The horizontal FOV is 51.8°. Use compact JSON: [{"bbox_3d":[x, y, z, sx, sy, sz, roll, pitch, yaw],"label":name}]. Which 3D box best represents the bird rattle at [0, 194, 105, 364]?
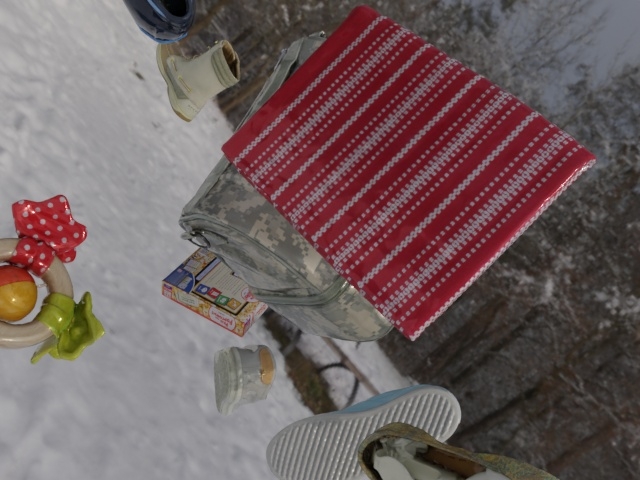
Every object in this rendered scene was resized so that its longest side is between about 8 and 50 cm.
[{"bbox_3d":[-0.423,0.061,0.959,0.206,0.143,0.254,-14,86,-47],"label":"bird rattle"}]

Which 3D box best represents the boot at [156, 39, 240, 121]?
[{"bbox_3d":[-0.257,-0.376,1.393,0.077,0.165,0.213,23,41,-55],"label":"boot"}]

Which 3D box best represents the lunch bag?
[{"bbox_3d":[0.001,-0.066,0.804,0.256,0.305,0.212,40,-22,-27],"label":"lunch bag"}]

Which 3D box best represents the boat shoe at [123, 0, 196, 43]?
[{"bbox_3d":[-0.182,-0.325,0.630,0.258,0.109,0.089,58,-18,-21],"label":"boat shoe"}]

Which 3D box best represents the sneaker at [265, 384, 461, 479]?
[{"bbox_3d":[0.085,0.363,1.224,0.150,0.365,0.135,33,41,-75],"label":"sneaker"}]

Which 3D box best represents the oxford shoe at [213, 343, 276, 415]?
[{"bbox_3d":[-0.197,0.343,1.647,0.449,0.129,0.169,133,-51,-68],"label":"oxford shoe"}]

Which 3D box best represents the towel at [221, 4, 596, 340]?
[{"bbox_3d":[0.054,-0.073,0.555,0.275,0.199,0.031,45,2,32],"label":"towel"}]

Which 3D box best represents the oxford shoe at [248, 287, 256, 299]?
[{"bbox_3d":[0.000,0.000,1.059,0.098,0.271,0.097,35,10,-25],"label":"oxford shoe"}]

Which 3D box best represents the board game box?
[{"bbox_3d":[-0.199,0.096,1.335,0.193,0.147,0.045,26,-48,16],"label":"board game box"}]

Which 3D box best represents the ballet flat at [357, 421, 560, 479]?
[{"bbox_3d":[0.194,0.351,0.937,0.348,0.123,0.123,10,-31,44],"label":"ballet flat"}]
